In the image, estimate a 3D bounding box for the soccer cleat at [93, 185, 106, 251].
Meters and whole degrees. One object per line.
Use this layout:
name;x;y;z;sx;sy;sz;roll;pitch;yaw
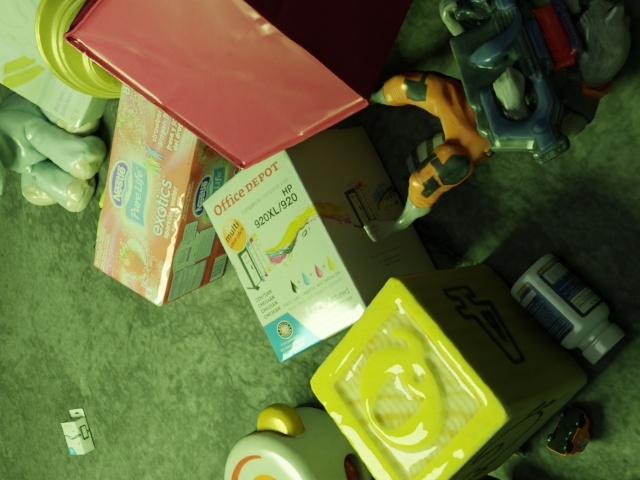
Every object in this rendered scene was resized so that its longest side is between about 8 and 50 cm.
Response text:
soccer cleat;-0.314;-0.079;1.318;0.121;0.093;0.289;34;121;30

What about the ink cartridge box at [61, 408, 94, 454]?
ink cartridge box;-0.476;0.373;1.606;0.048;0.028;0.083;-16;92;39

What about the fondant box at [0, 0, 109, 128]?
fondant box;-0.444;-0.358;1.241;0.330;0.096;0.238;32;114;-1

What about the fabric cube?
fabric cube;-0.070;-0.275;0.876;0.259;0.258;0.254;37;151;-24

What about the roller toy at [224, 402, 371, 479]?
roller toy;-0.036;0.348;1.178;0.191;0.146;0.209;43;124;21

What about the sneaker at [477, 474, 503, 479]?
sneaker;0.288;0.318;0.969;0.217;0.079;0.121;33;117;17

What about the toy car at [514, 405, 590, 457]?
toy car;0.274;0.233;0.989;0.040;0.060;0.122;33;155;-24

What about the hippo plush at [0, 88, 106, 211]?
hippo plush;-0.515;-0.171;1.355;0.234;0.236;0.294;-17;91;40

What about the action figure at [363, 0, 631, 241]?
action figure;0.177;-0.185;0.903;0.330;0.178;0.341;-21;59;34

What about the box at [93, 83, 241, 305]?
box;-0.208;-0.079;1.186;0.142;0.154;0.300;27;118;21

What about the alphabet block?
alphabet block;0.144;0.159;0.933;0.193;0.197;0.192;50;123;27

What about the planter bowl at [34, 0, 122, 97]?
planter bowl;-0.280;-0.274;1.147;0.217;0.217;0.090;-65;36;30

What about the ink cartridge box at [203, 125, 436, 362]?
ink cartridge box;0.000;0.000;1.043;0.171;0.168;0.233;-33;80;39

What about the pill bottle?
pill bottle;0.276;0.077;0.914;0.120;0.067;0.067;47;126;19
